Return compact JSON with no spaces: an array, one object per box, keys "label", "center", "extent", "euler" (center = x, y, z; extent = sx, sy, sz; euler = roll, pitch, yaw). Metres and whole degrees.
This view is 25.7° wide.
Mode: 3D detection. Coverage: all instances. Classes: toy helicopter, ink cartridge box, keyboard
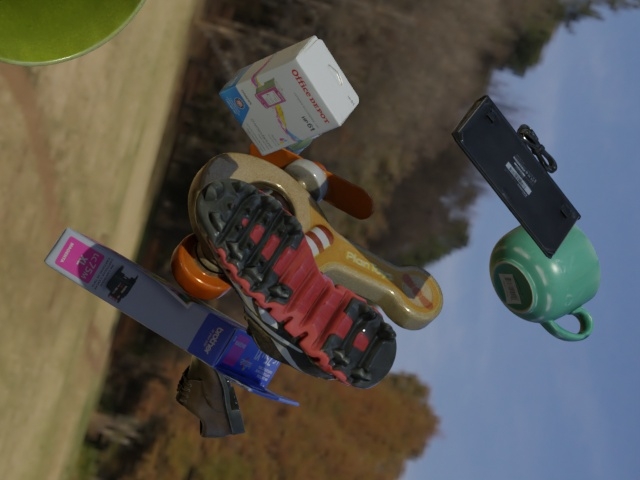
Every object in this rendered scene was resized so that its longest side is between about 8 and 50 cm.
[{"label":"toy helicopter","center":[0.000,0.000,1.750],"extent":[0.140,0.355,0.235],"euler":[-46,-156,44]},{"label":"ink cartridge box","center":[-0.166,0.096,1.700],"extent":[0.065,0.311,0.186],"euler":[-58,158,-2]},{"label":"keyboard","center":[0.219,-0.076,1.541],"extent":[0.023,0.180,0.108],"euler":[-21,-157,50]},{"label":"ink cartridge box","center":[-0.033,-0.153,1.492],"extent":[0.122,0.088,0.052],"euler":[-19,-155,41]}]

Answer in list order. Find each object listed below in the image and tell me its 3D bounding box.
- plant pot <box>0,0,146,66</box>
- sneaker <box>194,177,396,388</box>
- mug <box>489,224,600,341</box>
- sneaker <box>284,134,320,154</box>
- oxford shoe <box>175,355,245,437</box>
[{"label":"plant pot","center":[-0.373,-0.403,1.695],"extent":[0.293,0.275,0.274],"euler":[53,-46,41]},{"label":"sneaker","center":[-0.046,0.050,1.454],"extent":[0.135,0.276,0.097],"euler":[-12,-145,54]},{"label":"mug","center":[0.290,0.050,1.811],"extent":[0.097,0.158,0.129],"euler":[-26,148,-31]},{"label":"sneaker","center":[-0.047,-0.180,2.238],"extent":[0.086,0.064,0.192],"euler":[-40,-165,11]},{"label":"oxford shoe","center":[-0.189,0.225,2.222],"extent":[0.083,0.096,0.227],"euler":[-111,-173,-63]}]
